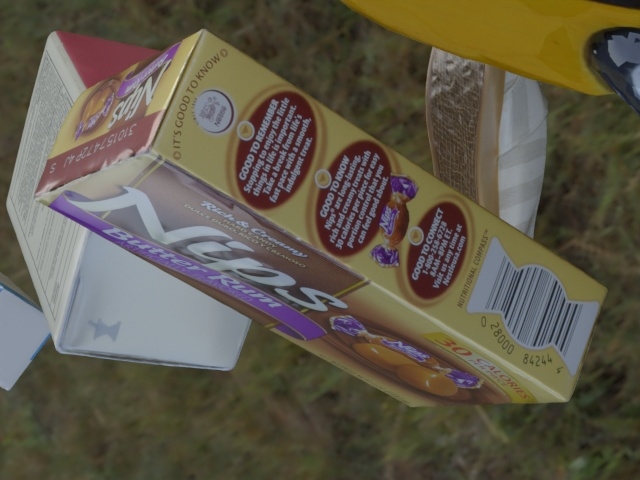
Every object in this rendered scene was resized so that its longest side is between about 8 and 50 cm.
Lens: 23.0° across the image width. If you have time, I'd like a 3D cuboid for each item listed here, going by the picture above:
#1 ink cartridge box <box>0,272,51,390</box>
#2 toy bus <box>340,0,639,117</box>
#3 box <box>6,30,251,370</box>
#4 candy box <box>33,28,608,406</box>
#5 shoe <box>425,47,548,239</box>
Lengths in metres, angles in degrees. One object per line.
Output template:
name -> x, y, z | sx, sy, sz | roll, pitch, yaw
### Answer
ink cartridge box -> -0.366, 0.077, 1.683 | 0.090, 0.092, 0.143 | 39, 177, -42
toy bus -> 0.132, -0.077, 0.276 | 0.332, 0.108, 0.130 | 19, 163, 39
box -> -0.127, -0.032, 1.094 | 0.232, 0.126, 0.149 | 54, 130, 57
candy box -> 0.000, 0.000, 0.583 | 0.186, 0.053, 0.109 | 30, 160, -25
shoe -> 0.112, -0.066, 1.040 | 0.076, 0.058, 0.219 | 7, 97, 60
